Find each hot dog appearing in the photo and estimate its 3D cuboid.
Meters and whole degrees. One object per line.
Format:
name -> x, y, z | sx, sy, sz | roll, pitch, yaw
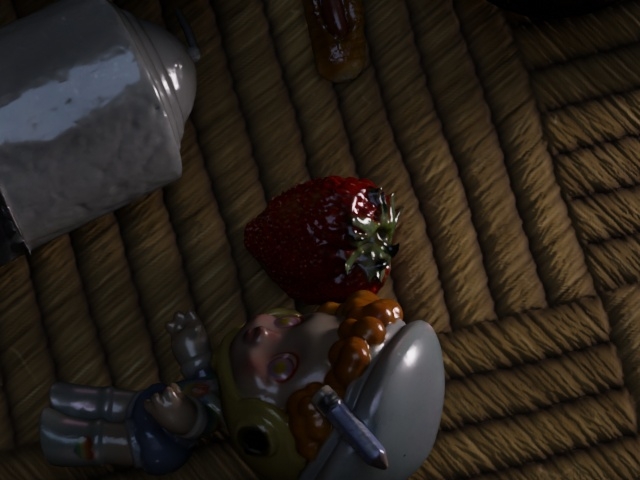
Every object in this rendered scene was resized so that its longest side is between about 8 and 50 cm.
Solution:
hot dog -> 0.009, -0.272, 1.748 | 0.066, 0.047, 0.215 | -8, 76, -7

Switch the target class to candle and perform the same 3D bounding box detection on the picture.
candle -> -0.258, -0.117, 1.609 | 0.343, 0.221, 0.221 | -26, 78, -9

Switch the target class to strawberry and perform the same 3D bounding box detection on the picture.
strawberry -> 0.006, 0.001, 1.650 | 0.131, 0.148, 0.131 | 8, 78, -43

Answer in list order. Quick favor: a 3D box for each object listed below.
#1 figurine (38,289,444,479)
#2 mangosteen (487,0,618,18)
figurine -> -0.067, 0.161, 1.588 | 0.382, 0.224, 0.205 | 0, 118, 22
mangosteen -> 0.234, -0.365, 1.661 | 0.288, 0.288, 0.288 | 1, 75, -2
